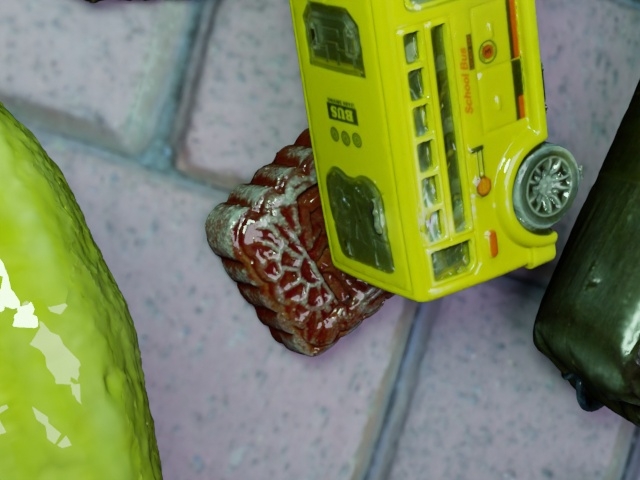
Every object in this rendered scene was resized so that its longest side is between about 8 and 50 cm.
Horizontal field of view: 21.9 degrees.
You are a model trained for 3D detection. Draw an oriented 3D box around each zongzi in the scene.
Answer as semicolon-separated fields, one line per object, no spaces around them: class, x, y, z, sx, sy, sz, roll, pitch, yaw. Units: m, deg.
zongzi;0.392;-0.003;1.354;0.432;0.208;0.403;25;90;-41

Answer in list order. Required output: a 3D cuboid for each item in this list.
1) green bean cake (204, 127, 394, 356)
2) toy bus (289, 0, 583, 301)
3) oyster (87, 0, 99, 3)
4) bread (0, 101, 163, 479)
green bean cake;0.000;0.000;1.203;0.136;0.056;0.135;-42;112;-18
toy bus;0.063;-0.135;1.089;0.152;0.144;0.330;-22;115;-29
oyster;-0.062;-0.282;1.117;0.361;0.096;0.221;-12;95;-29
bread;-0.261;0.095;0.919;0.308;0.348;0.348;-27;108;-18
